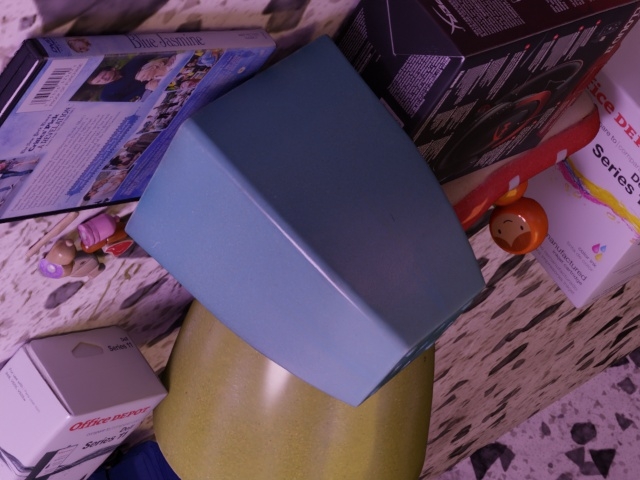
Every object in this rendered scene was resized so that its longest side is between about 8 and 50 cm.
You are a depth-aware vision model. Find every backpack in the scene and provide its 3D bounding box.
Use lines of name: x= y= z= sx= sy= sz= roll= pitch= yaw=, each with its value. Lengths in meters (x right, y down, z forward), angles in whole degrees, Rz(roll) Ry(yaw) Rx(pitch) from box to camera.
backpack: x=-0.227 y=0.290 z=1.874 sx=0.120 sy=0.098 sz=0.101 roll=-28 pitch=155 yaw=12

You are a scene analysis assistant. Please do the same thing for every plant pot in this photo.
plant pot: x=0.000 y=0.000 z=1.283 sx=0.165 sy=0.234 sz=0.166 roll=-36 pitch=170 yaw=-37
plant pot: x=-0.003 y=0.071 z=1.527 sx=0.274 sy=0.275 sz=0.293 roll=-23 pitch=141 yaw=-38

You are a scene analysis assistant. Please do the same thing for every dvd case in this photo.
dvd case: x=-0.160 y=-0.081 z=1.174 sx=0.180 sy=0.022 sz=0.253 roll=-47 pitch=161 yaw=31

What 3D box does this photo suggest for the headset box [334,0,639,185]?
headset box: x=0.138 y=-0.155 z=1.414 sx=0.293 sy=0.110 sz=0.218 roll=-22 pitch=158 yaw=-40

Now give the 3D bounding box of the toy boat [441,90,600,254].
toy boat: x=0.180 y=-0.055 z=1.632 sx=0.231 sy=0.151 sz=0.151 roll=-30 pitch=-163 yaw=-22

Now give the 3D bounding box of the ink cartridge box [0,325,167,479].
ink cartridge box: x=-0.265 y=0.183 z=1.530 sx=0.208 sy=0.087 sz=0.153 roll=-47 pitch=161 yaw=25

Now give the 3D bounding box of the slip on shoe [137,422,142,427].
slip on shoe: x=-0.198 y=0.154 z=1.661 sx=0.041 sy=0.051 sz=0.135 roll=-45 pitch=159 yaw=-15

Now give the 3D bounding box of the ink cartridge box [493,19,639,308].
ink cartridge box: x=0.308 y=-0.091 z=1.757 sx=0.117 sy=0.201 sz=0.278 roll=-26 pitch=159 yaw=-33

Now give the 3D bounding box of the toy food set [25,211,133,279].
toy food set: x=-0.188 y=0.007 z=1.344 sx=0.078 sy=0.019 sz=0.122 roll=-41 pitch=162 yaw=12
